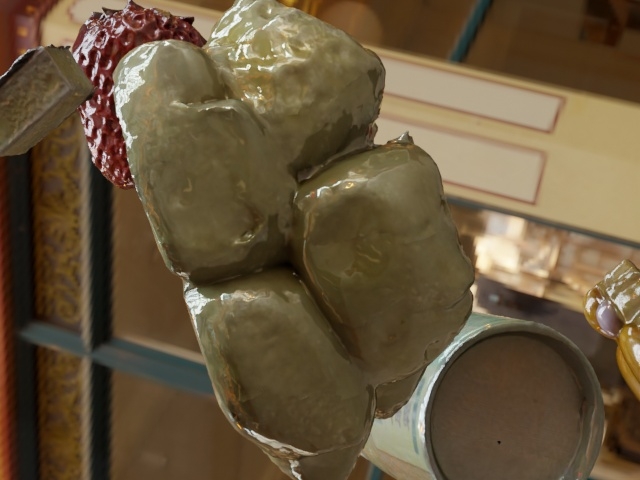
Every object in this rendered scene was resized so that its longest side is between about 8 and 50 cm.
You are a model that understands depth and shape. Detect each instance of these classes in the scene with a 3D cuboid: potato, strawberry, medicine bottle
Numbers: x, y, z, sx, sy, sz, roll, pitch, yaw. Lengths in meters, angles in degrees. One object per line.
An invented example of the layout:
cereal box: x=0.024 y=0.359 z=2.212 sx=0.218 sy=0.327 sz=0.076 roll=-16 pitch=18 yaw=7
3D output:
potato: x=-0.294 y=-0.140 z=1.329 sx=0.122 sy=0.061 sz=0.086 roll=-41 pitch=-4 yaw=15
strawberry: x=-0.248 y=-0.190 z=1.794 sx=0.205 sy=0.205 sz=0.244 roll=40 pitch=-129 yaw=-74
medicine bottle: x=0.155 y=0.200 z=1.653 sx=0.406 sy=0.235 sz=0.236 roll=4 pitch=77 yaw=70

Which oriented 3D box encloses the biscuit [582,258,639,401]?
biscuit: x=0.185 y=0.084 z=0.643 sx=0.050 sy=0.170 sz=0.170 roll=-41 pitch=-13 yaw=7

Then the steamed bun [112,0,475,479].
steamed bun: x=0.000 y=0.000 z=0.525 sx=0.177 sy=0.106 sz=0.192 roll=55 pitch=-163 yaw=-77
